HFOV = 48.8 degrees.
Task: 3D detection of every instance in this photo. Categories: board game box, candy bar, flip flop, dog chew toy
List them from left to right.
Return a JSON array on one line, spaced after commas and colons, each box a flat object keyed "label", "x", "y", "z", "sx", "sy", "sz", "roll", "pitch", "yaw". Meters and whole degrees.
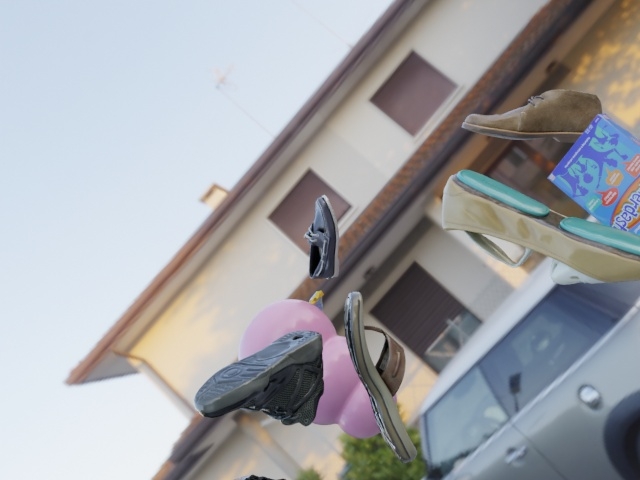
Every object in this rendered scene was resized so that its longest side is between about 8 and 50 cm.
[{"label": "candy bar", "x": -0.008, "y": 0.144, "z": 1.521, "sx": 0.040, "sy": 0.018, "sz": 0.161, "roll": -48, "pitch": -14, "yaw": -16}, {"label": "dog chew toy", "x": 0.004, "y": 0.260, "z": 1.373, "sx": 0.206, "sy": 0.332, "sz": 0.206, "roll": -52, "pitch": -17, "yaw": -22}, {"label": "flip flop", "x": 0.102, "y": 0.207, "z": 1.097, "sx": 0.080, "sy": 0.277, "sz": 0.112, "roll": -22, "pitch": -2, "yaw": -4}, {"label": "board game box", "x": 0.567, "y": -0.115, "z": 1.345, "sx": 0.047, "sy": 0.210, "sz": 0.160, "roll": -17, "pitch": -35, "yaw": -49}]

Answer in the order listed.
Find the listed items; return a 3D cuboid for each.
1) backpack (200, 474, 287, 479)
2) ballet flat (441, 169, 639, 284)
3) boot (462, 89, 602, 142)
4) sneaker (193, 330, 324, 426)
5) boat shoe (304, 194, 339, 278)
[{"label": "backpack", "x": -0.184, "y": 0.479, "z": 1.112, "sx": 0.276, "sy": 0.213, "sz": 0.263, "roll": -6, "pitch": -32, "yaw": 5}, {"label": "ballet flat", "x": 0.224, "y": 0.001, "z": 0.694, "sx": 0.080, "sy": 0.232, "sz": 0.073, "roll": -15, "pitch": -54, "yaw": -51}, {"label": "boot", "x": 0.470, "y": -0.278, "z": 1.571, "sx": 0.112, "sy": 0.305, "sz": 0.115, "roll": -70, "pitch": -18, "yaw": -77}, {"label": "sneaker", "x": -0.071, "y": 0.219, "z": 0.979, "sx": 0.087, "sy": 0.130, "sz": 0.227, "roll": -3, "pitch": 11, "yaw": 38}, {"label": "boat shoe", "x": 0.000, "y": 0.000, "z": 1.520, "sx": 0.065, "sy": 0.075, "sz": 0.206, "roll": -14, "pitch": -54, "yaw": -14}]
